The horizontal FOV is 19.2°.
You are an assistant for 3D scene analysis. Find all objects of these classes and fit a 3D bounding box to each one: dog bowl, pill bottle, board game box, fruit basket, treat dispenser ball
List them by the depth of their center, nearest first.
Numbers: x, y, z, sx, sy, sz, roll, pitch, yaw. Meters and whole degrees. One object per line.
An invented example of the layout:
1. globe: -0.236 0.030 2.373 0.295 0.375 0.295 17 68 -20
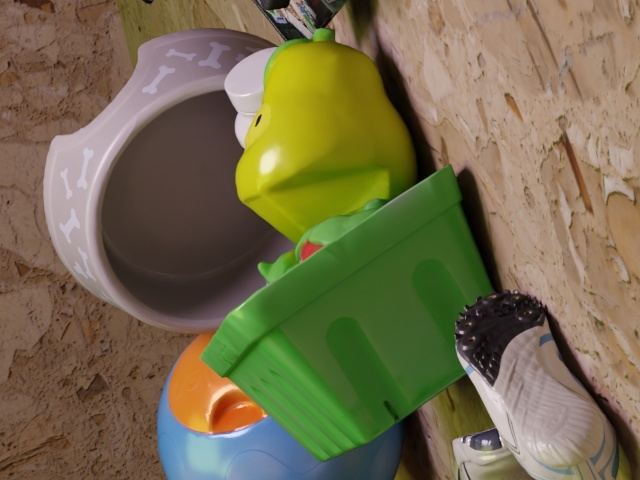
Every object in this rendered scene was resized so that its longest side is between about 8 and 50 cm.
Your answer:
1. fruit basket: 0.000 0.000 1.797 0.392 0.283 0.392 52 167 17
2. board game box: -0.079 -0.308 1.853 0.259 0.030 0.136 51 162 -1
3. pill bottle: -0.024 -0.103 1.972 0.193 0.108 0.108 60 179 -34
4. dog bowl: -0.124 -0.053 2.076 0.102 0.349 0.348 -134 30 -56
5. treat dispenser ball: -0.046 0.217 2.194 0.288 0.288 0.288 164 90 -79

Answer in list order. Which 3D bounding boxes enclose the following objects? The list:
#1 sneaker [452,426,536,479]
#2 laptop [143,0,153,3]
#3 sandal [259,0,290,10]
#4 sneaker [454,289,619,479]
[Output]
1. sneaker: 0.174 0.239 1.624 0.235 0.094 0.153 108 143 -72
2. laptop: -0.194 -0.512 1.879 0.408 0.236 0.382 142 137 -60
3. sandal: -0.024 -0.433 1.698 0.167 0.107 0.445 -161 69 -79
4. sneaker: 0.169 0.125 1.515 0.237 0.085 0.086 -115 6 -53
